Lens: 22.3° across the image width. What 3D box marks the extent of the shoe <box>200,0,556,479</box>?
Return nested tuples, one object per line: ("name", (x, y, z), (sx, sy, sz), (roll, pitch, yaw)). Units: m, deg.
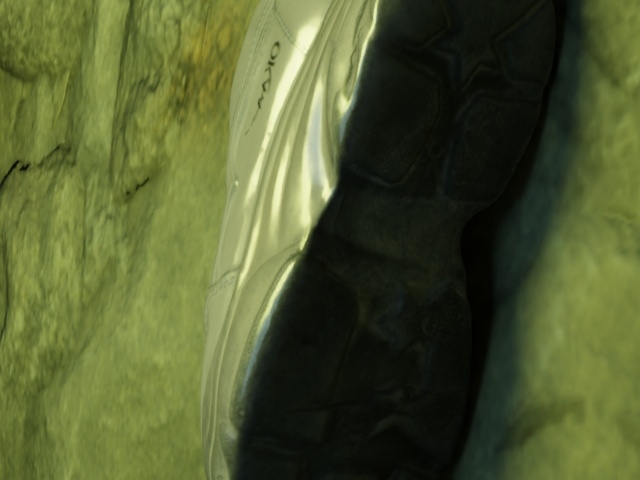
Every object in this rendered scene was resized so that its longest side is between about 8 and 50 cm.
("shoe", (0.000, 0.000, 0.610), (0.137, 0.095, 0.245), (33, 110, 63))
